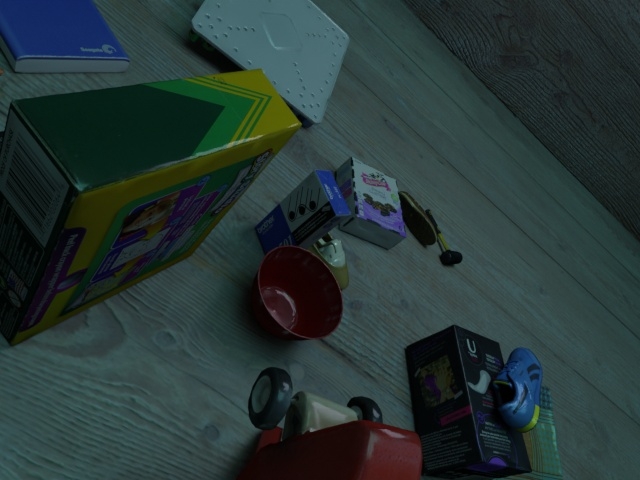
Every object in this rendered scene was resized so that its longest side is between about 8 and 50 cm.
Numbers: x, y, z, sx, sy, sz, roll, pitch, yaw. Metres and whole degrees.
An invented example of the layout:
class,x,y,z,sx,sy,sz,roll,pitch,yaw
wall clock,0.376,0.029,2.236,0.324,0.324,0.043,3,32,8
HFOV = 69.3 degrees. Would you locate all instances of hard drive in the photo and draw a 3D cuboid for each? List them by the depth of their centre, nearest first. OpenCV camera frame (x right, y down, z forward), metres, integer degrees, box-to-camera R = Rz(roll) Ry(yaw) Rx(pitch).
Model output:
class,x,y,z,sx,sy,sz,roll,pitch,yaw
hard drive,-0.538,-0.456,0.877,0.210,0.040,0.318,-25,79,-49

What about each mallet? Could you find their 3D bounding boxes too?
class,x,y,z,sx,sy,sz,roll,pitch,yaw
mallet,0.347,-0.012,1.358,0.062,0.039,0.189,-5,60,-42

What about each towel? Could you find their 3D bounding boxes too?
class,x,y,z,sx,sy,sz,roll,pitch,yaw
towel,0.460,0.493,1.036,0.271,0.040,0.370,23,57,-29

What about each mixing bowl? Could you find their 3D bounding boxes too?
class,x,y,z,sx,sy,sz,roll,pitch,yaw
mixing bowl,-0.058,0.110,0.847,0.181,0.098,0.181,23,49,-29

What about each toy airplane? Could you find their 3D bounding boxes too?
class,x,y,z,sx,sy,sz,roll,pitch,yaw
toy airplane,-0.071,0.349,0.453,0.272,0.386,0.384,-106,-176,-55

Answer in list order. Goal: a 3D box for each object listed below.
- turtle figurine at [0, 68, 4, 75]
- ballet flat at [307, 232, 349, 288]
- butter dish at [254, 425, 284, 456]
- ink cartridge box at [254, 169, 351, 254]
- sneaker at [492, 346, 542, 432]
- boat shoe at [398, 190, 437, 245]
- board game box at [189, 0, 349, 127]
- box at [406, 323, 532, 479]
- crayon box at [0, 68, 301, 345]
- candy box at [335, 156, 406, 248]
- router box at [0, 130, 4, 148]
class,x,y,z,sx,sy,sz,roll,pitch,yaw
turtle figurine,-0.600,-0.334,0.695,0.270,0.087,0.217,17,44,-22
ballet flat,0.000,0.000,1.000,0.232,0.073,0.080,54,41,3
butter dish,-0.036,0.365,0.666,0.160,0.118,0.160,26,0,0
ink cartridge box,-0.040,-0.037,0.887,0.046,0.207,0.097,-5,64,-46
sneaker,0.394,0.279,0.936,0.082,0.069,0.209,43,39,-6
boat shoe,0.275,-0.068,1.307,0.060,0.064,0.178,-28,79,-47
board game box,-0.116,-0.549,1.249,0.390,0.050,0.390,33,56,-25
box,0.299,0.340,0.964,0.165,0.143,0.270,25,46,-29
crayon box,-0.237,-0.044,0.596,0.106,0.363,0.313,52,40,2
candy box,0.127,-0.096,1.188,0.165,0.070,0.196,20,49,-30
router box,-0.450,-0.109,0.700,0.092,0.038,0.122,-29,83,-49
